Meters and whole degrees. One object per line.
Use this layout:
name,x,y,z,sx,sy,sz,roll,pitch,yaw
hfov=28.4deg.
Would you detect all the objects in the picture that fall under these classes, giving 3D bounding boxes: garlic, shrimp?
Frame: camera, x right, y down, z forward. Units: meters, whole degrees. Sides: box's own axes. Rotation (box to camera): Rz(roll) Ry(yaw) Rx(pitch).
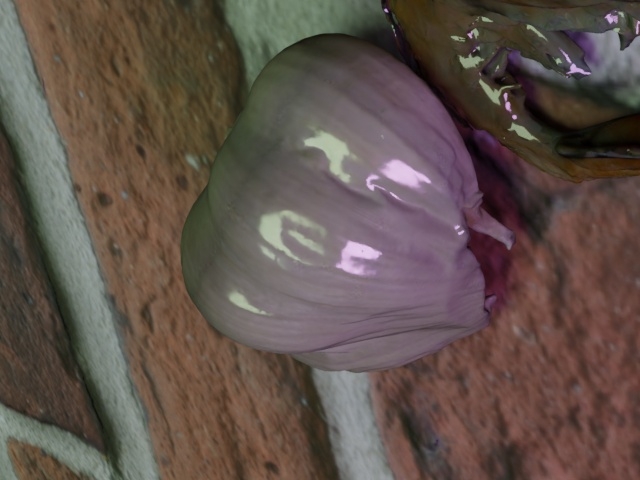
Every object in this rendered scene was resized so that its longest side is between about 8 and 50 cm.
garlic,0.000,0.000,0.721,0.178,0.143,0.229,36,142,28
shrimp,0.123,-0.091,0.595,0.253,0.058,0.173,20,138,45
